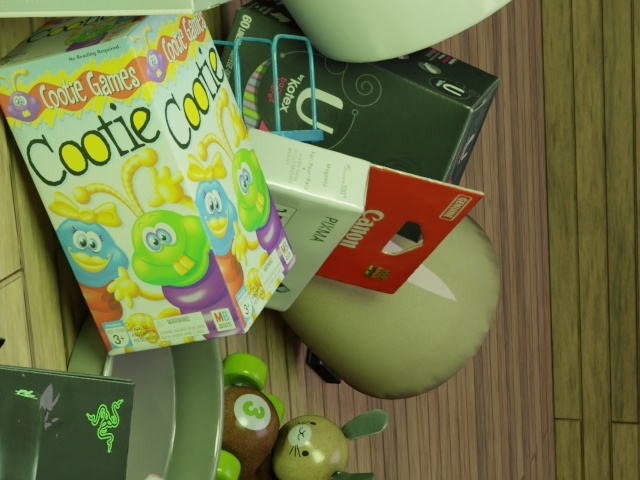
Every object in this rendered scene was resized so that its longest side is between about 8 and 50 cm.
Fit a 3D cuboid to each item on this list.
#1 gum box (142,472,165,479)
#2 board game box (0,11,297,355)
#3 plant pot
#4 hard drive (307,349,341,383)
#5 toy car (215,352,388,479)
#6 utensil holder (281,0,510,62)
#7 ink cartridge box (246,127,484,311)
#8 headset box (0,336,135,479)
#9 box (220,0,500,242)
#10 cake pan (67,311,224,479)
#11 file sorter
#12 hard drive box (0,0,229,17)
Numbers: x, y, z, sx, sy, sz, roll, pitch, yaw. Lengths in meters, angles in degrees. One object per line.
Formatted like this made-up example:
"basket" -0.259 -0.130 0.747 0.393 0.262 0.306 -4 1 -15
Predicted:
"gum box" -0.175 0.304 1.530 0.188 0.062 0.107 -40 134 -31
"board game box" -0.149 -0.061 1.493 0.275 0.144 0.142 69 26 -20
"plant pot" 0.035 0.026 2.025 0.274 0.256 0.256 33 59 -51
"hard drive" 0.014 0.110 2.258 0.094 0.022 0.135 51 44 -63
"toy car" -0.025 0.223 1.889 0.149 0.188 0.155 70 28 -48
"utensil holder" 0.028 -0.409 1.633 0.385 0.327 0.327 57 35 -30
"ink cartridge box" 0.000 0.000 1.707 0.275 0.239 0.060 127 -24 -62
"headset box" -0.260 0.205 1.188 0.246 0.131 0.283 16 77 -55
"box" 0.029 -0.139 1.842 0.143 0.270 0.165 -47 159 -64
"cake pan" -0.170 0.169 1.665 0.293 0.054 0.293 2 90 -71
"file sorter" -0.098 -0.142 1.679 0.118 0.170 0.104 -14 102 -71
"hard drive box" -0.174 -0.228 1.344 0.181 0.232 0.089 -38 127 -66
